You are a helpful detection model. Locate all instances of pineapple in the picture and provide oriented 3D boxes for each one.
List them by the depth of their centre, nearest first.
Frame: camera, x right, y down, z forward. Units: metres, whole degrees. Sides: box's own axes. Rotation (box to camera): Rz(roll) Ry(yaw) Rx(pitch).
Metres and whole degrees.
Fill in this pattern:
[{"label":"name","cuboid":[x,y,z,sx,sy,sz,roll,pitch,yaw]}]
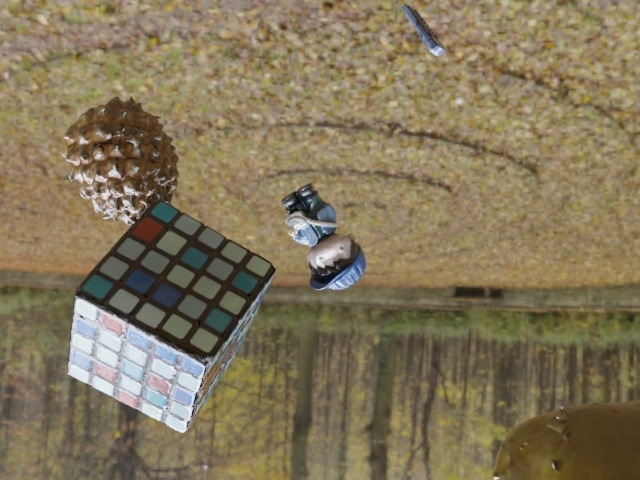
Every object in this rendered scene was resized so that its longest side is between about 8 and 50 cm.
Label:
[{"label":"pineapple","cuboid":[-0.270,-0.100,1.087,0.166,0.193,0.166,-34,172,-5]}]

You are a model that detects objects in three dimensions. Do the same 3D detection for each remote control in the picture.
[{"label":"remote control","cuboid":[0.218,-0.443,1.617,0.043,0.153,0.027,6,137,-40]}]

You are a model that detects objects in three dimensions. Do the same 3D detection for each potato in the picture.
[{"label":"potato","cuboid":[0.280,0.208,0.593,0.296,0.141,0.191,9,-151,29]}]

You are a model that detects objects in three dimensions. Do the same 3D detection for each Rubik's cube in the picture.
[{"label":"Rubik's cube","cuboid":[-0.192,0.097,0.970,0.184,0.187,0.182,29,135,3]}]

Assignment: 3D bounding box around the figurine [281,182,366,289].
[{"label":"figurine","cuboid":[0.000,0.000,1.024,0.086,0.149,0.087,-31,-175,-4]}]
